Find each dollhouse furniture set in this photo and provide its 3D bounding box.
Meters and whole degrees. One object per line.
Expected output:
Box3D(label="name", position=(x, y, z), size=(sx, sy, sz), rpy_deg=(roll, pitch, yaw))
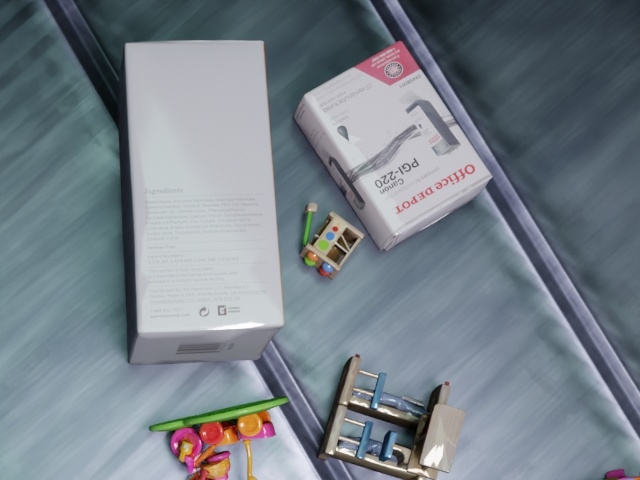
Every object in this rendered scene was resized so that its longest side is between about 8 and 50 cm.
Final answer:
Box3D(label="dollhouse furniture set", position=(0.088, 0.206, 1.841), size=(0.129, 0.183, 0.129), rpy_deg=(18, 73, -4))

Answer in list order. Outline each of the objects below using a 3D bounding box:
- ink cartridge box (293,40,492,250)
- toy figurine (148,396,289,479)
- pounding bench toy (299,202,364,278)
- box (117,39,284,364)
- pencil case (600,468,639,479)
Box3D(label="ink cartridge box", position=(0.091, -0.119, 1.975), size=(0.159, 0.092, 0.218), rpy_deg=(-31, 84, -15))
Box3D(label="toy figurine", position=(-0.106, 0.280, 1.839), size=(0.173, 0.130, 0.159), rpy_deg=(-12, 87, 10))
Box3D(label="pounding bench toy", position=(0.000, 0.000, 1.949), size=(0.083, 0.052, 0.065), rpy_deg=(37, 73, 1))
Box3D(label="box", position=(-0.150, -0.041, 1.851), size=(0.168, 0.215, 0.345), rpy_deg=(-2, 76, -10))
Box3D(label="pencil case", position=(0.384, 0.396, 1.887), size=(0.104, 0.104, 0.236), rpy_deg=(-12, 78, -12))
